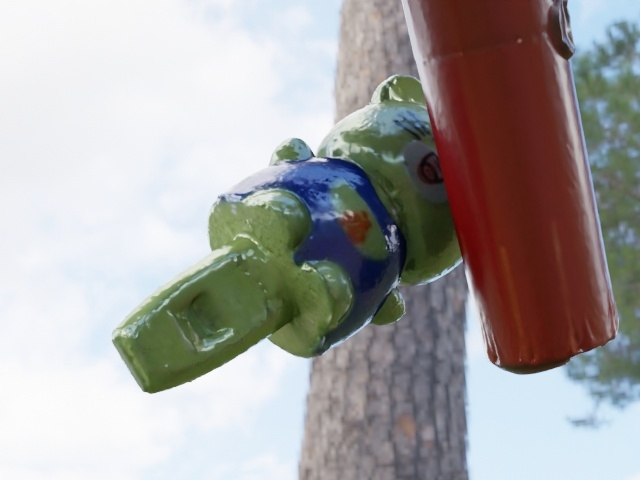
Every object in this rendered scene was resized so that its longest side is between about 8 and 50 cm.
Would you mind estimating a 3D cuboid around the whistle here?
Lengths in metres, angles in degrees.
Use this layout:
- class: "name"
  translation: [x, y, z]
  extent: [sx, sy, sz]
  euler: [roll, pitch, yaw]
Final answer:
- class: "whistle"
  translation: [0.000, 0.000, 0.630]
  extent: [0.227, 0.105, 0.085]
  euler: [-31, 0, -31]

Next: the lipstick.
- class: "lipstick"
  translation: [0.076, -0.082, 0.589]
  extent: [0.073, 0.279, 0.073]
  euler: [-13, 7, 2]
